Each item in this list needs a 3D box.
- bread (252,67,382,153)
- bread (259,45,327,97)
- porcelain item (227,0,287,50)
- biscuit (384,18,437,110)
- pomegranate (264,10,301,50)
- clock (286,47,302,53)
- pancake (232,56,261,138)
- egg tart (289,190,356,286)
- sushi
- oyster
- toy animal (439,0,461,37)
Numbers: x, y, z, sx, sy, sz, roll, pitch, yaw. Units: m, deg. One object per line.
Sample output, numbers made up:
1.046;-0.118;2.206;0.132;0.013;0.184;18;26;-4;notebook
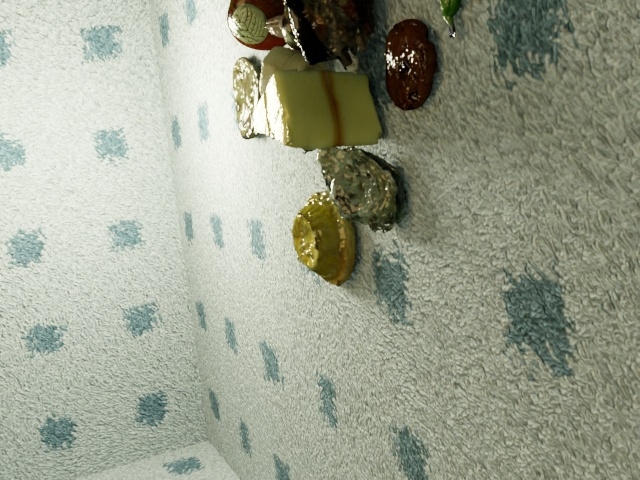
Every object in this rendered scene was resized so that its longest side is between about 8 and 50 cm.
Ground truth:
-0.013;-0.279;1.569;0.236;0.264;0.198;150;113;-63;bread
-0.078;-0.427;1.680;0.141;0.134;0.148;27;106;29;bread
-0.137;-0.645;1.809;0.253;0.253;0.252;34;128;57;porcelain item
0.186;-0.377;1.366;0.192;0.049;0.191;174;90;-67;biscuit
-0.060;-0.567;1.695;0.163;0.125;0.138;-16;41;41;pomegranate
-0.064;-0.465;1.810;0.166;0.093;0.162;-11;92;64;clock
-0.254;-0.499;2.244;0.294;0.050;0.294;174;90;-65;pancake
0.000;0.000;1.819;0.290;0.116;0.290;39;135;55;egg tart
0.025;-0.541;1.492;0.238;0.219;0.225;56;-165;-35;sushi
0.092;-0.127;1.548;0.268;0.112;0.198;26;123;40;oyster
0.246;-0.500;1.209;0.075;0.041;0.216;32;123;56;toy animal
